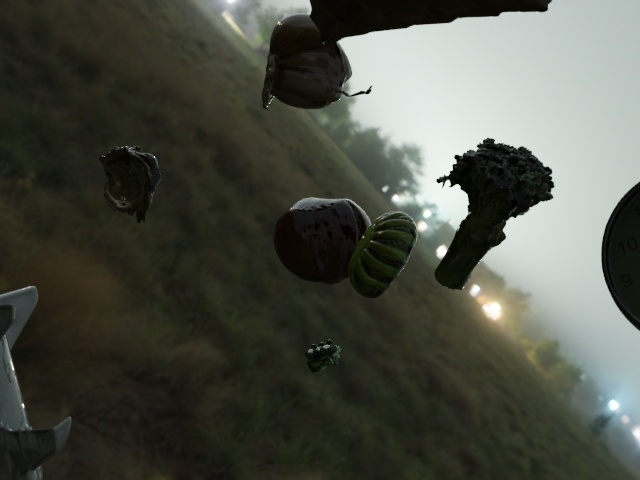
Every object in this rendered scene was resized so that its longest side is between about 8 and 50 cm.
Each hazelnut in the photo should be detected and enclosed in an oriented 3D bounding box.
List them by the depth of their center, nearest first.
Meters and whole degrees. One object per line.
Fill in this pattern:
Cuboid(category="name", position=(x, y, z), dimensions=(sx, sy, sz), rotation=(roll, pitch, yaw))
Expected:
Cuboid(category="hazelnut", position=(0.000, 0.000, 1.727), dimensions=(0.204, 0.178, 0.178), rotation=(-4, 48, -52))

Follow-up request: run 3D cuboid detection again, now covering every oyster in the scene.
Cuboid(category="oyster", position=(-0.193, -0.065, 0.887), dimensions=(0.029, 0.086, 0.132), rotation=(-11, 32, -30))

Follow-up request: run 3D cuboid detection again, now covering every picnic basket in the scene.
Cuboid(category="picnic basket", position=(0.117, -0.411, 0.984), dimensions=(0.337, 0.337, 0.293), rotation=(47, 33, -8))

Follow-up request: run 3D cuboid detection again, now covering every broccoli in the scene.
Cuboid(category="broccoli", position=(0.275, -0.030, 1.525), dimensions=(0.145, 0.304, 0.165), rotation=(-16, 52, -38))

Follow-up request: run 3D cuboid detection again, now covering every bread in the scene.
Cuboid(category="bread", position=(0.090, 0.018, 1.335), dimensions=(0.071, 0.139, 0.130), rotation=(31, 7, -12))

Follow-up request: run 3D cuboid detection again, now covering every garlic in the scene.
Cuboid(category="garlic", position=(-0.026, -0.311, 1.711), dimensions=(0.207, 0.207, 0.257), rotation=(41, 7, -48))

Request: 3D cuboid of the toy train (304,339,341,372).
Cuboid(category="toy train", position=(0.006, 0.228, 1.747), dimensions=(0.033, 0.083, 0.053), rotation=(-39, 104, -47))

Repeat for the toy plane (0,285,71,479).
Cuboid(category="toy plane", position=(-0.283, 0.151, 0.740), dimensions=(0.101, 0.256, 0.251), rotation=(-10, 23, -38))

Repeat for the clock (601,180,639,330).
Cuboid(category="clock", position=(0.624, 0.023, 1.463), dimensions=(0.319, 0.319, 0.066), rotation=(51, 14, 26))
